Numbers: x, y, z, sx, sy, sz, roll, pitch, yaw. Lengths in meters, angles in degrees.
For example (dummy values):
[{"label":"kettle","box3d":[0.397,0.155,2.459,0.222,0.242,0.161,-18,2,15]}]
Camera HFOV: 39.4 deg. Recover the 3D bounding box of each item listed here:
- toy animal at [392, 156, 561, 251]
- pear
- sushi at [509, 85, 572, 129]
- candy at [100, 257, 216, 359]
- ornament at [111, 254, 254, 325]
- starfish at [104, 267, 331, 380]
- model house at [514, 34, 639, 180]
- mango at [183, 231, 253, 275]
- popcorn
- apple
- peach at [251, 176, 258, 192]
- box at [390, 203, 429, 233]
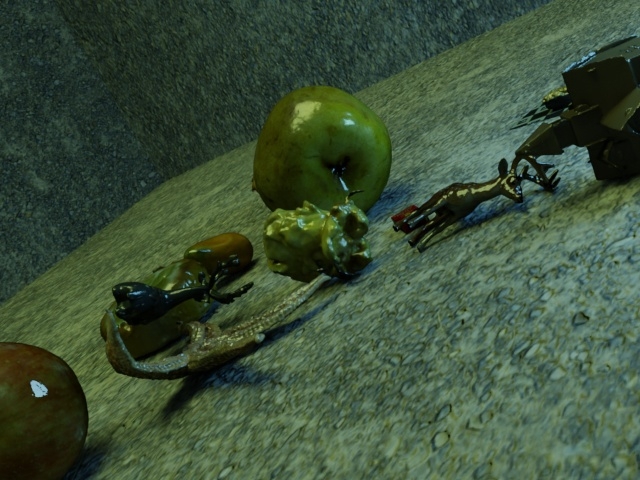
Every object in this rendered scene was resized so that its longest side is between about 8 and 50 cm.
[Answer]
[{"label":"toy animal","box3d":[0.253,-0.080,1.516,0.260,0.087,0.243,-34,16,-5]},{"label":"pear","box3d":[0.002,-0.177,1.906,0.303,0.304,0.304,-28,14,8]},{"label":"sushi","box3d":[0.537,-0.320,1.856,0.192,0.043,0.279,-40,17,-33]},{"label":"candy","box3d":[-0.341,0.140,1.868,0.259,0.118,0.260,-30,15,9]},{"label":"ornament","box3d":[-0.246,0.089,1.641,0.236,0.080,0.202,-15,-13,1]},{"label":"starfish","box3d":[-0.191,0.150,1.498,0.383,0.132,0.398,-24,-9,27]},{"label":"model house","box3d":[0.406,-0.170,1.309,0.248,0.181,0.176,-24,15,4]},{"label":"mango","box3d":[-0.228,0.035,2.001,0.164,0.089,0.115,-17,-15,-24]},{"label":"popcorn","box3d":[-0.009,-0.005,1.598,0.195,0.168,0.174,-11,50,59]},{"label":"apple","box3d":[-0.515,0.293,1.398,0.309,0.278,0.250,-1,7,11]},{"label":"peach","box3d":[-0.042,-0.196,2.279,0.361,0.201,0.258,150,137,-68]},{"label":"box","box3d":[0.167,-0.040,1.671,0.051,0.023,0.082,-32,14,-2]}]
